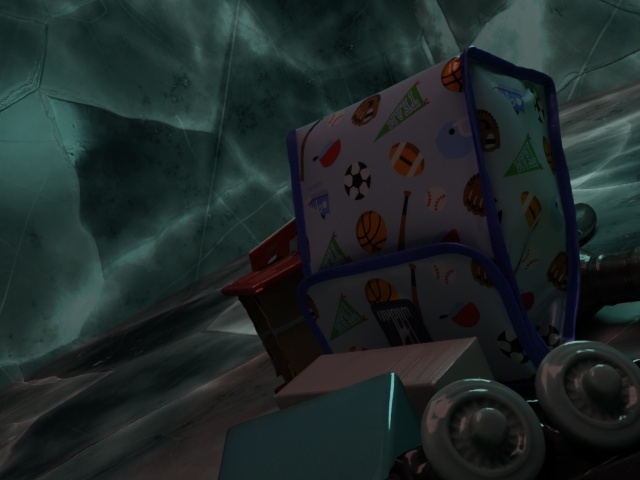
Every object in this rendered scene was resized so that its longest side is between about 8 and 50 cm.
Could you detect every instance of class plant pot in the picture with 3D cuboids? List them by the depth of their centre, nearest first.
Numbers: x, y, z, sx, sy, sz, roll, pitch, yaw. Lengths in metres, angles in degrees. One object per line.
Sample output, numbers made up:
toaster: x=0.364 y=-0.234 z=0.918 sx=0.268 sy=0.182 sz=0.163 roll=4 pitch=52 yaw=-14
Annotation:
plant pot: x=0.014 y=0.252 z=0.626 sx=0.166 sy=0.165 sz=0.234 roll=-22 pitch=19 yaw=13

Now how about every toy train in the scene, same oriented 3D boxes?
toy train: x=0.194 y=0.168 z=0.532 sx=0.334 sy=0.190 sz=0.142 roll=-16 pitch=-33 yaw=-19

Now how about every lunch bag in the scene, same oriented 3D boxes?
lunch bag: x=0.139 y=0.000 z=1.044 sx=0.239 sy=0.385 sz=0.328 roll=3 pitch=-14 yaw=-43

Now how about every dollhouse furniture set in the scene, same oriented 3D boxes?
dollhouse furniture set: x=0.065 y=0.081 z=1.294 sx=0.374 sy=0.201 sz=0.152 roll=-27 pitch=7 yaw=-21

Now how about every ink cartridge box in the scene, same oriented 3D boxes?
ink cartridge box: x=0.000 y=0.000 z=1.429 sx=0.261 sy=0.066 sz=0.296 roll=-42 pitch=-12 yaw=-13

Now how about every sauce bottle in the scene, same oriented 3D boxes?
sauce bottle: x=0.289 y=0.065 z=1.095 sx=0.344 sy=0.111 sz=0.111 roll=-15 pitch=13 yaw=48

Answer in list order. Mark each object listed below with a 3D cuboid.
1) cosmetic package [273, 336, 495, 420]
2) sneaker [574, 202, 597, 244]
cosmetic package: x=0.077 y=0.190 z=0.892 sx=0.238 sy=0.127 sz=0.107 roll=-18 pitch=12 yaw=42
sneaker: x=0.363 y=-0.018 z=1.389 sx=0.267 sy=0.106 sz=0.101 roll=-26 pitch=8 yaw=-26
